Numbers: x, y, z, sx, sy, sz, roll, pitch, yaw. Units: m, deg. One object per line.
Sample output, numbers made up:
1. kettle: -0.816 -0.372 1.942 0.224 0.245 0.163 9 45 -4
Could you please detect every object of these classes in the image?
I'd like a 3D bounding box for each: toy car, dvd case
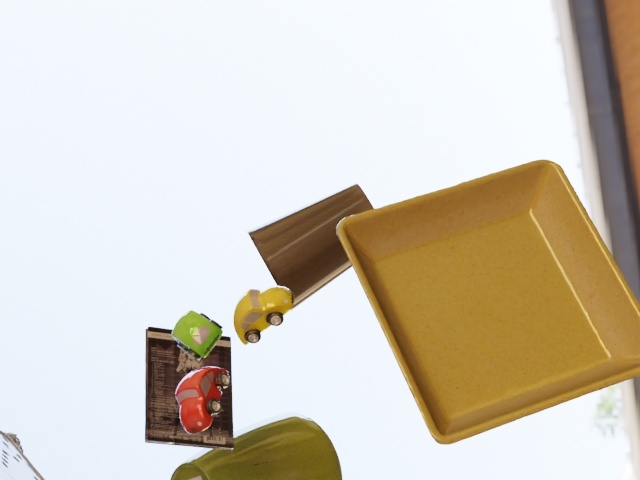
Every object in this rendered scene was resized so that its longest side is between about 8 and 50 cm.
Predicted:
1. toy car: -0.158 0.141 1.851 0.053 0.225 0.239 41 -102 -27
2. dvd case: -0.239 0.268 2.394 0.164 0.018 0.221 9 -120 -22

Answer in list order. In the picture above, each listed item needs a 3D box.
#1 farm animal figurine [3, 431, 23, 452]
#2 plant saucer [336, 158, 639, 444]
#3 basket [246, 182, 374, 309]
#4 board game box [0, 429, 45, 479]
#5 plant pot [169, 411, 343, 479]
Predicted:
1. farm animal figurine: -0.545 0.406 1.886 0.327 0.172 0.330 49 -127 -60
2. plant saucer: 0.225 0.083 1.714 0.081 0.332 0.333 103 147 -60
3. basket: 0.000 0.000 2.469 0.154 0.227 0.204 63 176 -37
4. board game box: -0.419 0.325 1.676 0.050 0.390 0.390 -46 -33 -5
5. plant pot: -0.153 0.495 2.655 0.293 0.274 0.275 1 -98 -47
